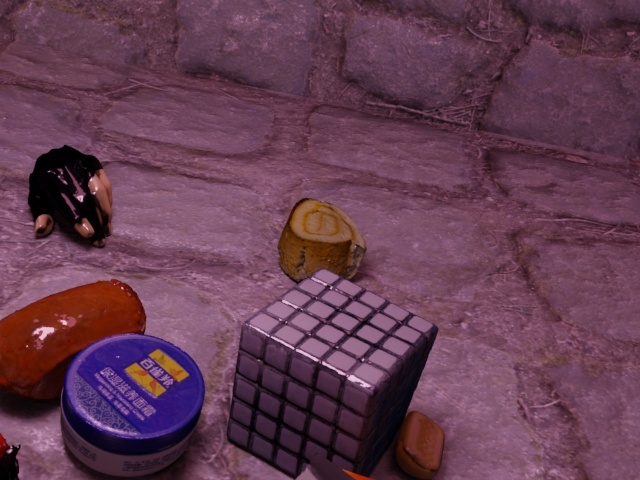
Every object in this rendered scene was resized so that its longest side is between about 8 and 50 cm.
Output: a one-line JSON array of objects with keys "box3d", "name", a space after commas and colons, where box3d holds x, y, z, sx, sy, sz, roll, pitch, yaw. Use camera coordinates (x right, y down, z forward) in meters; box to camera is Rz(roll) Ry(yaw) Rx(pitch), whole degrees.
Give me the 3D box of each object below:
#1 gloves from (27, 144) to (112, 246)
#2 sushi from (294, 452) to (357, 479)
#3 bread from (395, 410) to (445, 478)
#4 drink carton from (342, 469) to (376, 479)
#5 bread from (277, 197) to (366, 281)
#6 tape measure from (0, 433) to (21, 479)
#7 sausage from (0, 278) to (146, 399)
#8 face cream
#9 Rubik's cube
[{"box3d": [-0.560, -0.096, 1.617, 0.197, 0.152, 0.301, -31, 60, -16], "name": "gloves"}, {"box3d": [0.040, 0.464, 0.809, 0.339, 0.068, 0.320, 27, 72, 26], "name": "sushi"}, {"box3d": [0.158, 0.338, 1.189, 0.082, 0.056, 0.115, 34, 31, -7], "name": "bread"}, {"box3d": [0.171, 0.441, 0.958, 0.351, 0.111, 0.154, 16, 29, 4], "name": "drink carton"}, {"box3d": [0.000, 0.000, 1.677, 0.186, 0.124, 0.257, 15, 27, -10], "name": "bread"}, {"box3d": [-0.562, 0.281, 0.947, 0.253, 0.114, 0.260, -18, 37, -43], "name": "tape measure"}, {"box3d": [-0.407, 0.159, 1.182, 0.141, 0.153, 0.268, 36, 37, 27], "name": "sausage"}, {"box3d": [-0.285, 0.248, 1.099, 0.206, 0.111, 0.206, 14, 37, -10], "name": "face cream"}, {"box3d": [0.016, 0.221, 1.155, 0.238, 0.237, 0.237, 24, 29, 20], "name": "Rubik's cube"}]
